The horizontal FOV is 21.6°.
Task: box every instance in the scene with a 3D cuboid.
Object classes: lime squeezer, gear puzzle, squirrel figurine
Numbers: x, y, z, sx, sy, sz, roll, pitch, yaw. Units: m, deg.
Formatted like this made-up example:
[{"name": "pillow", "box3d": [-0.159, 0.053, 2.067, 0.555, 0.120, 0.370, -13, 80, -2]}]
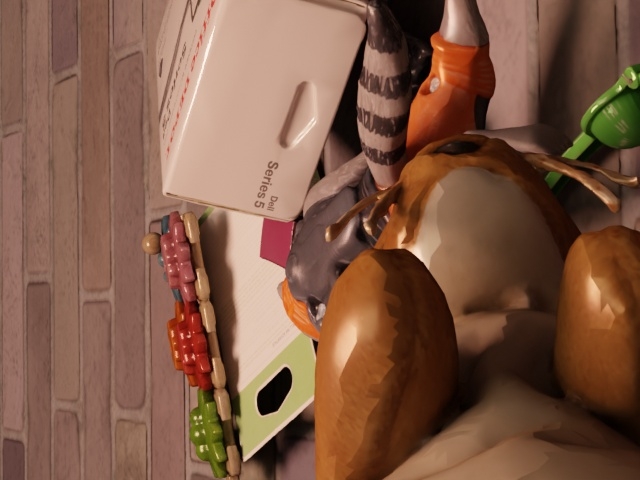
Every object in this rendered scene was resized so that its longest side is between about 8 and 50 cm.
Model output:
[{"name": "lime squeezer", "box3d": [0.213, -0.061, 1.030, 0.310, 0.059, 0.110, 4, 125, 61]}, {"name": "gear puzzle", "box3d": [-0.115, 0.143, 1.547, 0.175, 0.044, 0.339, 174, 86, -80]}, {"name": "squirrel figurine", "box3d": [0.107, 0.147, 0.860, 0.370, 0.281, 0.397, -102, -7, -56]}]

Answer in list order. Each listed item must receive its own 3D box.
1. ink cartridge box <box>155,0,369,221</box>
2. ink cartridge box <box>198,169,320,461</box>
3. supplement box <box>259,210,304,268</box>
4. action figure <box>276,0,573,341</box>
[{"name": "ink cartridge box", "box3d": [-0.056, -0.173, 1.366, 0.273, 0.114, 0.198, -101, 26, -57]}, {"name": "ink cartridge box", "box3d": [-0.039, 0.052, 1.466, 0.171, 0.056, 0.235, -47, 53, 52]}, {"name": "supplement box", "box3d": [0.000, 0.000, 1.365, 0.055, 0.083, 0.043, 24, 111, 58]}, {"name": "action figure", "box3d": [0.048, -0.057, 1.175, 0.330, 0.178, 0.341, 118, 146, -43]}]
